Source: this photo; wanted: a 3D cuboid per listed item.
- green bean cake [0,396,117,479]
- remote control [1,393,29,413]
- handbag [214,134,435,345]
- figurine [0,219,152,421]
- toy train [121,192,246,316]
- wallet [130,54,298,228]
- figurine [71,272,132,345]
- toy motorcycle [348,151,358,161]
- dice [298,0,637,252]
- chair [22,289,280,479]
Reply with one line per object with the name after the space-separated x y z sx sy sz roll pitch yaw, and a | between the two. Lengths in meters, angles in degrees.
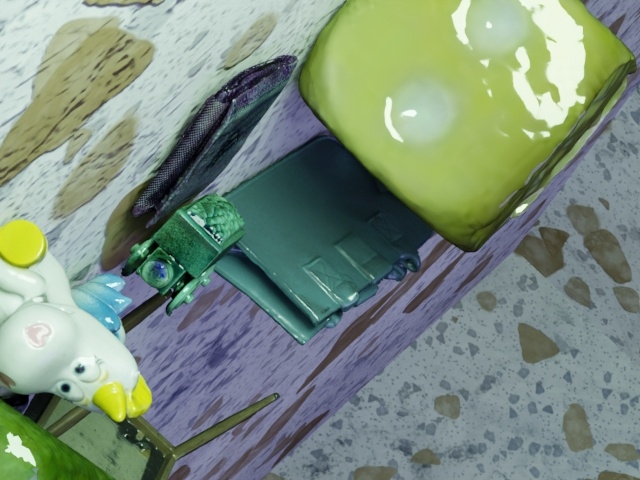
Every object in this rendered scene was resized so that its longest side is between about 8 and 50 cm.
-0.259 0.143 1.116 0.125 0.222 0.248 -52 165 -8 | green bean cake
-0.302 0.162 1.581 0.039 0.014 0.096 -47 169 10 | remote control
0.000 0.000 1.696 0.229 0.179 0.062 -37 166 -47 | handbag
-0.193 0.069 1.234 0.109 0.178 0.130 -52 141 7 | figurine
-0.116 0.006 1.501 0.099 0.070 0.172 -46 -179 10 | toy train
-0.090 -0.087 1.420 0.166 0.030 0.111 -50 174 37 | wallet
-0.199 0.081 1.445 0.114 0.079 0.114 -37 -149 27 | figurine
0.059 -0.100 1.838 0.225 0.073 0.152 -52 167 22 | toy motorcycle
0.136 -0.144 1.539 0.233 0.227 0.238 -47 170 7 | dice
-0.204 0.201 1.562 0.272 0.166 0.188 -37 -164 29 | chair
